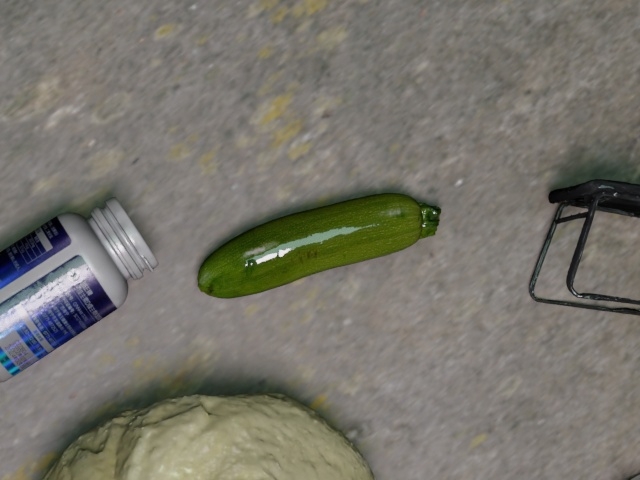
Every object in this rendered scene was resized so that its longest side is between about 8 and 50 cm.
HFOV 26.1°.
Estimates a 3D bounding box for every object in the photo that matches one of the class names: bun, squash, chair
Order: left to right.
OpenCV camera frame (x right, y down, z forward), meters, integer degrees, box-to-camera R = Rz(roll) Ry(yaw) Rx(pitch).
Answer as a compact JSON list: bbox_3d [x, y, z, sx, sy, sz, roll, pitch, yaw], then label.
[{"bbox_3d":[-0.094,0.308,1.264,0.349,0.227,0.352,-32,90,-7],"label":"bun"},{"bbox_3d":[0.000,0.000,1.371,0.258,0.069,0.069,-17,90,-8],"label":"squash"},{"bbox_3d":[0.306,-0.042,1.379,0.145,0.140,0.221,8,85,-8],"label":"chair"}]

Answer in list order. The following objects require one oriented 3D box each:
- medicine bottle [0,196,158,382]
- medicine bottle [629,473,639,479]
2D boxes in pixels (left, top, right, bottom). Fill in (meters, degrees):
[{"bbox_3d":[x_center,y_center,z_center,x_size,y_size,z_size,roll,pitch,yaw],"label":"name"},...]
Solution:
[{"bbox_3d":[-0.255,0.042,1.315,0.191,0.107,0.107,-33,92,-8],"label":"medicine bottle"},{"bbox_3d":[0.398,0.352,1.371,0.143,0.143,0.258,-18,89,-8],"label":"medicine bottle"}]
